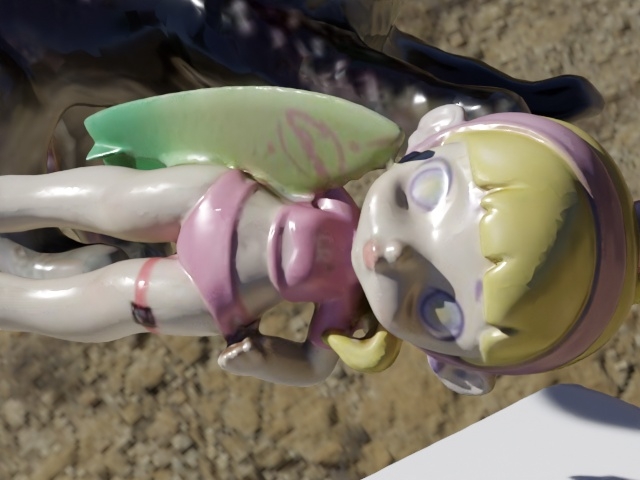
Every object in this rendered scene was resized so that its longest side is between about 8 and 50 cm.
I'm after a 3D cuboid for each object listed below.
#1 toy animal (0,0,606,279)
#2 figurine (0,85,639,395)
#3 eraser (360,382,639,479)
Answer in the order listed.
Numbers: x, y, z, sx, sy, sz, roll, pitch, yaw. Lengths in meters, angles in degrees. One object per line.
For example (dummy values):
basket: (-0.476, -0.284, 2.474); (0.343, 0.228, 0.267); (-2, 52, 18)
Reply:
toy animal: (-0.064, -0.144, 0.756); (0.344, 0.302, 0.194); (-20, 5, 23)
figurine: (0.000, 0.000, 0.398); (0.187, 0.083, 0.083); (-3, 51, 18)
eraser: (-0.006, 0.134, 0.443); (0.298, 0.078, 0.076); (-21, 25, -33)
